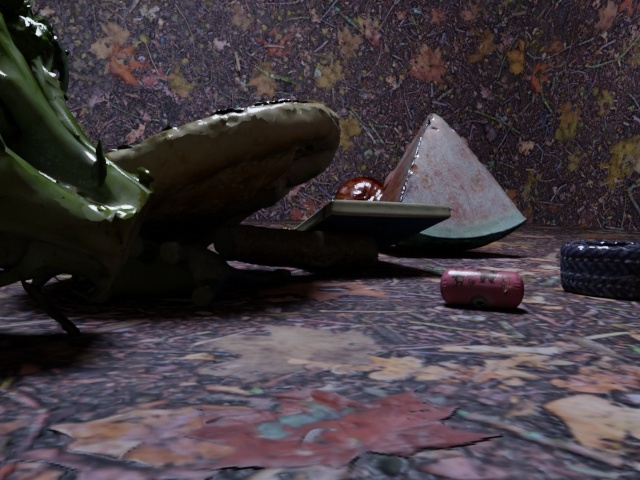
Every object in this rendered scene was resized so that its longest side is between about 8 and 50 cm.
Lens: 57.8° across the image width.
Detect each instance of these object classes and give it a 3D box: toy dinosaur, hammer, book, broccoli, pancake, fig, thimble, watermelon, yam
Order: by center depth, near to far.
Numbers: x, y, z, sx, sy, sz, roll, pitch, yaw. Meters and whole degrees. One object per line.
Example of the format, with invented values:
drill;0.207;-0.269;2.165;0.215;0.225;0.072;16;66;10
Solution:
broccoli;-0.269;-0.045;0.399;0.283;0.304;0.321;24;23;-15
hammer;0.165;0.049;0.594;0.083;0.043;0.043;5;5;18
toy dinosaur;-0.164;0.039;0.634;0.248;0.075;0.188;-4;-7;5
pancake;-0.141;-0.051;0.696;0.387;0.082;0.387;-26;-6;-3
thimble;0.351;0.032;0.708;0.095;0.066;0.104;-5;6;-35
yam;-0.023;0.011;0.773;0.061;0.061;0.274;5;1;42
book;0.051;-0.011;0.917;0.191;0.025;0.269;0;-14;-23
watermelon;0.264;-0.086;1.226;0.250;0.292;0.283;31;-4;-14
fig;0.120;-0.066;1.474;0.175;0.175;0.207;2;-10;10

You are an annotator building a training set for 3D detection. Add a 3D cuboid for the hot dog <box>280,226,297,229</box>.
hot dog;0.000;0.000;1.101;0.188;0.055;0.072;1;3;1
